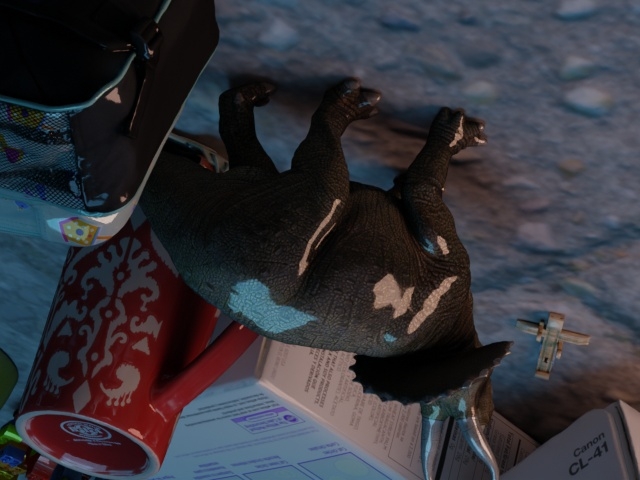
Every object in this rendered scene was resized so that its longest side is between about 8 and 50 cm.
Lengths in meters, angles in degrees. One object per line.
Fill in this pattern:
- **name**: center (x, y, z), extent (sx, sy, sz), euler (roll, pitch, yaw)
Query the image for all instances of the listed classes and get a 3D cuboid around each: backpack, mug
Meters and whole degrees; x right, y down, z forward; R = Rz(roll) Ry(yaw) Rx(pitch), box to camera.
- **backpack**: center (-0.157, -0.093, 0.905), extent (0.188, 0.166, 0.144), euler (15, 141, 9)
- **mug**: center (-0.109, 0.047, 1.114), extent (0.113, 0.169, 0.150), euler (31, 148, -22)

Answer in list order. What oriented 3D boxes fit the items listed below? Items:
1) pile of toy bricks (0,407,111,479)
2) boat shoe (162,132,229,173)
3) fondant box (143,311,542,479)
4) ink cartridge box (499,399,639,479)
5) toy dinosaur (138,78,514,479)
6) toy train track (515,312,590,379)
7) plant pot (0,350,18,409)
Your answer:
- **pile of toy bricks**: center (-0.217, 0.203, 1.499), extent (0.118, 0.105, 0.212), euler (27, 149, -18)
- **boat shoe**: center (-0.079, -0.038, 1.082), extent (0.137, 0.049, 0.043), euler (23, 148, -1)
- **fondant box**: center (0.001, 0.159, 1.324), extent (0.238, 0.096, 0.330), euler (-17, 136, 44)
- **ink cartridge box**: center (0.227, 0.274, 1.242), extent (0.306, 0.131, 0.226), euler (32, 120, -30)
- **toy dinosaur**: center (0.000, 0.000, 0.988), extent (0.313, 0.160, 0.121), euler (27, 149, -20)
- **toy train track**: center (0.147, 0.073, 1.184), extent (0.048, 0.014, 0.083), euler (13, 151, 7)
- **plant pot**: center (-0.316, 0.128, 1.432), extent (0.134, 0.095, 0.134), euler (12, 150, 7)
